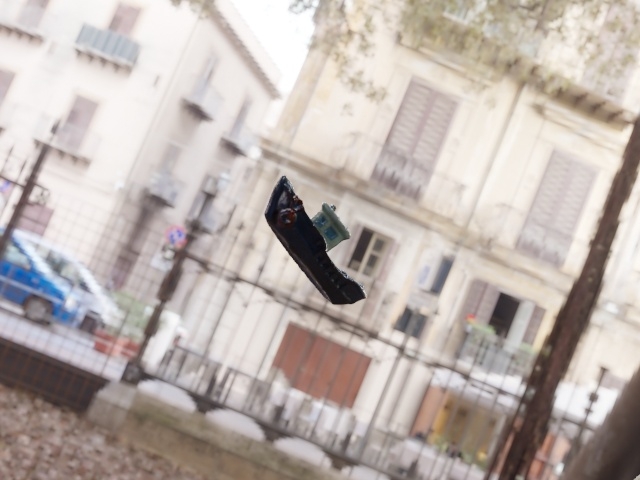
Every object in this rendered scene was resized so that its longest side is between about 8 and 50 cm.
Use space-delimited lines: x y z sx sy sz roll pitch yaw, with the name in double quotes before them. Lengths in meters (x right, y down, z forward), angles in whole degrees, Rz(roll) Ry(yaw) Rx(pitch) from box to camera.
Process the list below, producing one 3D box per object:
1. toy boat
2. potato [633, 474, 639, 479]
"toy boat" 0.000 0.000 0.569 0.083 0.038 0.038 54 -20 -23
"potato" 0.164 0.148 0.285 0.143 0.169 0.248 21 34 -22
